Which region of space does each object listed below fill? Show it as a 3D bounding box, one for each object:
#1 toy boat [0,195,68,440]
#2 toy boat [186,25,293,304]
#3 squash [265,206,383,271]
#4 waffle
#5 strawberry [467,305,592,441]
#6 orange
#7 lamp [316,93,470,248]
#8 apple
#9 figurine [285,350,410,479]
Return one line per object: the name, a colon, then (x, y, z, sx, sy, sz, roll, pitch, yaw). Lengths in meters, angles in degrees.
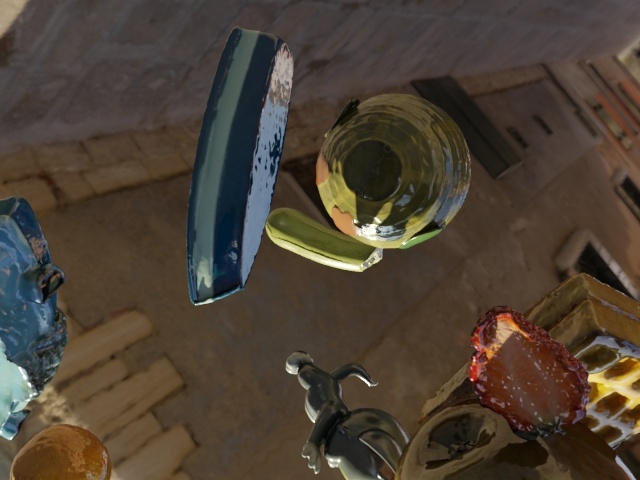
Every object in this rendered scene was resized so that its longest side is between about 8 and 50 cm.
toy boat: (-0.225, 0.057, 0.496, 0.238, 0.109, 0.098, -52, -160, 44)
toy boat: (-0.086, -0.076, 0.784, 0.096, 0.061, 0.299, 35, 64, -72)
squash: (0.000, 0.000, 1.485, 0.083, 0.250, 0.083, -52, 153, -39)
waffle: (0.300, 0.199, 0.954, 0.328, 0.224, 0.098, -50, -154, 37)
strawberry: (0.189, 0.119, 0.676, 0.104, 0.152, 0.048, -17, -159, 26)
orange: (-0.458, 0.412, 1.299, 0.177, 0.177, 0.155, -37, 151, 3)
lamp: (0.125, -0.115, 1.203, 0.250, 0.250, 0.284, -40, 171, 23)
apple: (0.207, 0.285, 0.777, 0.257, 0.234, 0.257, -31, -166, 8)
figurine: (0.051, 0.281, 1.133, 0.140, 0.265, 0.193, -30, 147, 7)
